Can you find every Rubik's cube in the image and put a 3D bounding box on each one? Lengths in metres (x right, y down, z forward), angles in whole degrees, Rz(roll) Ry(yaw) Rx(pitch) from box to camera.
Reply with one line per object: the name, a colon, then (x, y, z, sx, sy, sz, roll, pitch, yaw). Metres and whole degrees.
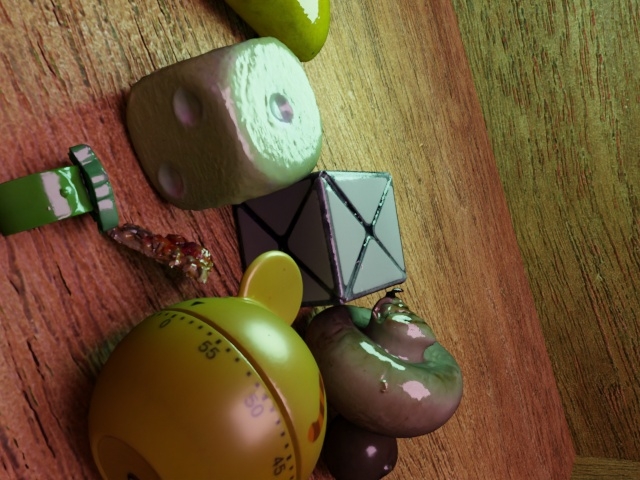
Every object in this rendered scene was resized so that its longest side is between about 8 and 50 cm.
Rubik's cube: (0.000, 0.000, 1.156, 0.260, 0.259, 0.254, -7, 87, -50)

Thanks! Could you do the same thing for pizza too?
pizza: (-0.225, 0.023, 0.903, 0.201, 0.193, 0.053, 31, 83, -52)

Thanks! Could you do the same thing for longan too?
longan: (0.090, 0.466, 1.242, 0.189, 0.189, 0.189, 15, 71, -51)

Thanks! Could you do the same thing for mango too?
mango: (-0.109, -0.581, 1.162, 0.445, 0.221, 0.301, 57, 40, -34)

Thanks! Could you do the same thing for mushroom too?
mushroom: (0.147, 0.246, 1.198, 0.362, 0.362, 0.294, 11, 107, -52)

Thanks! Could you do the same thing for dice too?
dice: (-0.163, -0.202, 0.978, 0.252, 0.250, 0.254, -37, 112, -49)

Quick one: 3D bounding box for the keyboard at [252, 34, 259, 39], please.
keyboard: (-0.110, -0.391, 1.289, 0.176, 0.014, 0.055, 51, 49, -33)

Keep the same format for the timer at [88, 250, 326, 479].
timer: (-0.137, 0.239, 0.846, 0.387, 0.376, 0.375, -33, 109, -47)

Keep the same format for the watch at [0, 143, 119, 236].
watch: (-0.377, -0.053, 0.779, 0.152, 0.165, 0.131, -24, 104, -27)
